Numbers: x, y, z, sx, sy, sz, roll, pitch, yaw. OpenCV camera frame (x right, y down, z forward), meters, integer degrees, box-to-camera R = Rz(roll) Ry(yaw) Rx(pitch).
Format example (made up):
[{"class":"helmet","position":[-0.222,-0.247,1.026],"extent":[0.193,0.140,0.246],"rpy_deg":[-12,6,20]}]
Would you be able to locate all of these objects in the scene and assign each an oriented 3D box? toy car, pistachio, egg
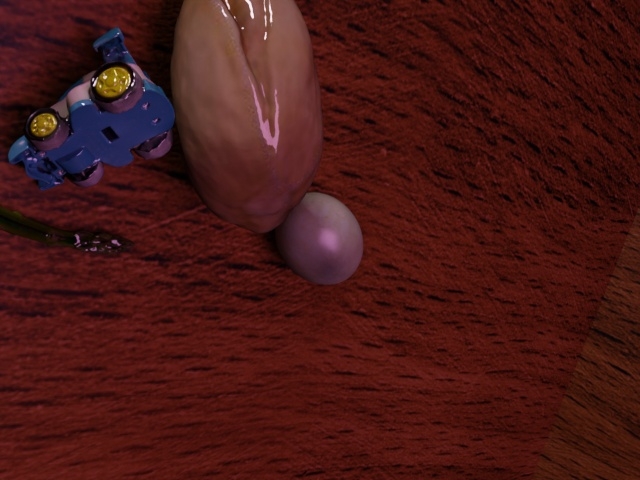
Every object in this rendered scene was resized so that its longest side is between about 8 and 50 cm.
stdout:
[{"class":"toy car","position":[-0.235,-0.127,0.782],"extent":[0.161,0.098,0.126],"rpy_deg":[-26,157,-1]},{"class":"pistachio","position":[-0.081,-0.145,0.846],"extent":[0.162,0.181,0.293],"rpy_deg":[-14,112,-16]},{"class":"egg","position":[0.000,0.000,1.054],"extent":[0.114,0.114,0.152],"rpy_deg":[-52,140,-15]}]

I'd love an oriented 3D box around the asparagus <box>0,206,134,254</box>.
[{"class":"asparagus","position":[-0.293,-0.015,0.801],"extent":[0.236,0.027,0.034],"rpy_deg":[23,102,-49]}]
